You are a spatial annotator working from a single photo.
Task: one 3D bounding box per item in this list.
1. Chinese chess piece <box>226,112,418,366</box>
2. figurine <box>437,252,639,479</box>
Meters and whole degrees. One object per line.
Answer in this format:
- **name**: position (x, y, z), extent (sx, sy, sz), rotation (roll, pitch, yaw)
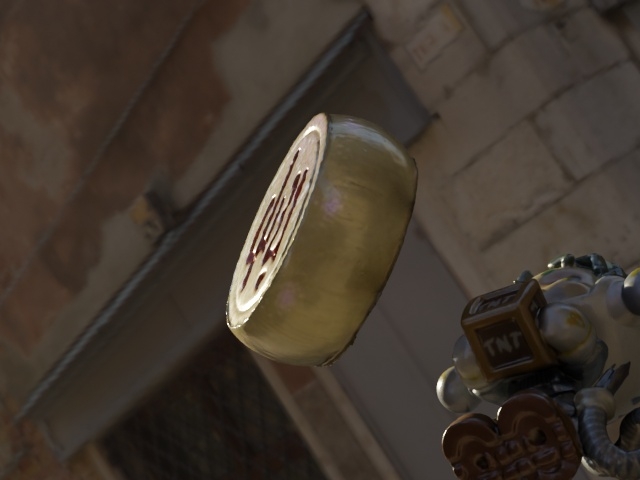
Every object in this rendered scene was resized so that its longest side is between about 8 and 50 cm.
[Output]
- **Chinese chess piece**: position (0.000, 0.000, 1.207), extent (0.270, 0.112, 0.270), rotation (-60, 14, 26)
- **figurine**: position (0.218, 0.117, 1.102), extent (0.261, 0.186, 0.382), rotation (-15, 6, 27)
